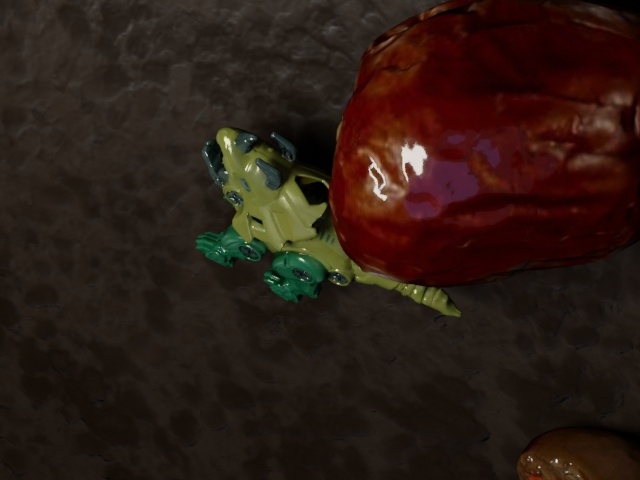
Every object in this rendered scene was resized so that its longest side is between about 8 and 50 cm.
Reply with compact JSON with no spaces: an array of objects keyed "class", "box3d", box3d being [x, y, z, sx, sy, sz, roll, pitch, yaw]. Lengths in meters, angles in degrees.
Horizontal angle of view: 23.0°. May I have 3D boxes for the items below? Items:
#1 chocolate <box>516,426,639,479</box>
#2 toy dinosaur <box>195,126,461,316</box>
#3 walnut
[{"class":"chocolate","box3d":[0.238,0.222,1.391,0.133,0.127,0.124,49,134,4]},{"class":"toy dinosaur","box3d":[0.000,0.000,1.334,0.259,0.094,0.153,36,153,-12]},{"class":"walnut","box3d":[0.144,-0.064,1.207,0.269,0.222,0.244,3,153,10]}]
